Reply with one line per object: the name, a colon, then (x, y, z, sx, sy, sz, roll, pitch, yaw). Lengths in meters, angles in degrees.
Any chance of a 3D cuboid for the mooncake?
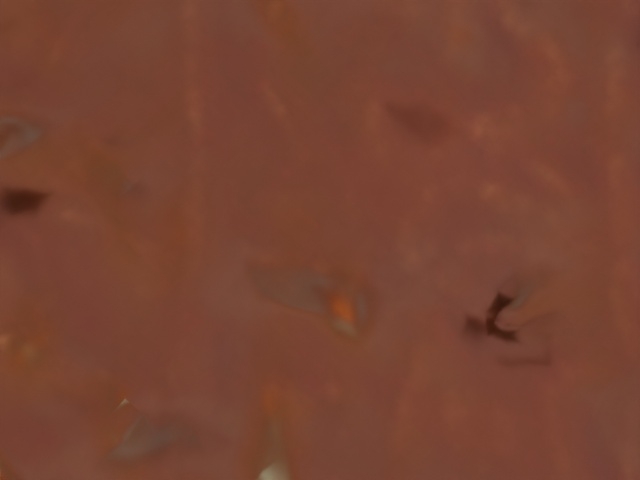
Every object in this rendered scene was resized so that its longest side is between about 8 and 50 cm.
mooncake: (0.000, -0.001, 0.435, 0.324, 0.324, 0.187, 48, 161, -3)
